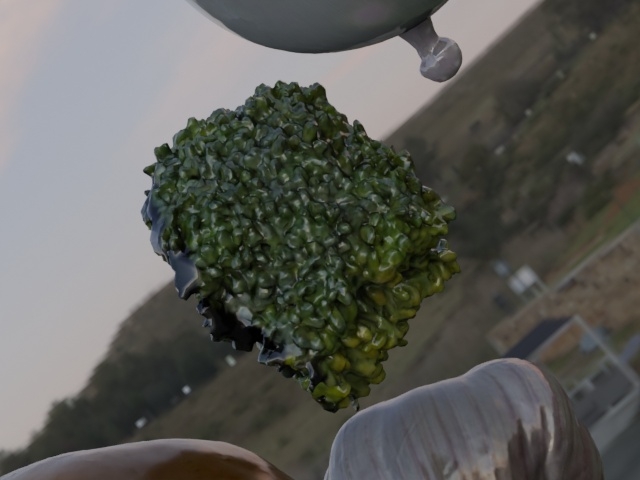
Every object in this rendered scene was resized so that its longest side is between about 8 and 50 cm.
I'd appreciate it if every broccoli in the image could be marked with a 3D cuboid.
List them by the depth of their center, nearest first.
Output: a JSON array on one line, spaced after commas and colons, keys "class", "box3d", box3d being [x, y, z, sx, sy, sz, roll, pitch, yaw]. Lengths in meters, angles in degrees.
[{"class": "broccoli", "box3d": [0.005, -0.010, 1.065, 0.180, 0.242, 0.273, -42, -20, 15]}]

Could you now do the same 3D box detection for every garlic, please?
[{"class": "garlic", "box3d": [0.146, 0.277, 1.468, 0.318, 0.259, 0.317, -9, -38, -7]}]

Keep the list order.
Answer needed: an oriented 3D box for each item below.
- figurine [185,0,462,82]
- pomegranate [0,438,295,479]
[{"class": "figurine", "box3d": [-0.048, -0.229, 0.813, 0.253, 0.211, 0.361, 2, -7, 41]}, {"class": "pomegranate", "box3d": [-0.107, 0.343, 0.981, 0.411, 0.411, 0.411, -41, -6, -6]}]
